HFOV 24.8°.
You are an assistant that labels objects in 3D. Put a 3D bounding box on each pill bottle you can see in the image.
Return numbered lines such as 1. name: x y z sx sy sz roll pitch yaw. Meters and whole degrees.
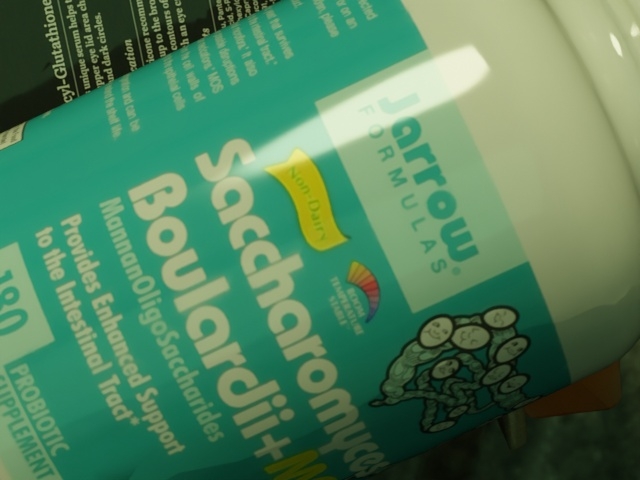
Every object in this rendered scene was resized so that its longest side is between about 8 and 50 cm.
1. pill bottle: 0.000 0.000 0.453 0.264 0.146 0.146 -26 102 3

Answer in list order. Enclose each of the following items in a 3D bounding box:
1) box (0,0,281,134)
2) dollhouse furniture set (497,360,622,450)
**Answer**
1. box: -0.074 -0.055 0.561 0.184 0.103 0.261 -11 103 -4
2. dollhouse furniture set: 0.196 0.053 0.578 0.262 0.135 0.259 -7 103 -1
